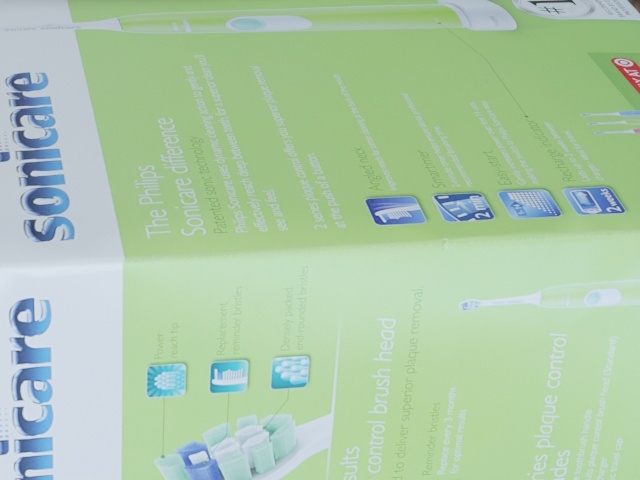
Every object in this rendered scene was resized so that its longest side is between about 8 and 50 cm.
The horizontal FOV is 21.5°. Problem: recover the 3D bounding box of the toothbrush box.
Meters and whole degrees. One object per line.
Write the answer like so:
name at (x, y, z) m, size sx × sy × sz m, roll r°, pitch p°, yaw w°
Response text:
toothbrush box at (0.000, 0.000, 0.597) m, size 0.283 × 0.206 × 0.122 m, roll -2°, pitch 120°, yaw -14°
